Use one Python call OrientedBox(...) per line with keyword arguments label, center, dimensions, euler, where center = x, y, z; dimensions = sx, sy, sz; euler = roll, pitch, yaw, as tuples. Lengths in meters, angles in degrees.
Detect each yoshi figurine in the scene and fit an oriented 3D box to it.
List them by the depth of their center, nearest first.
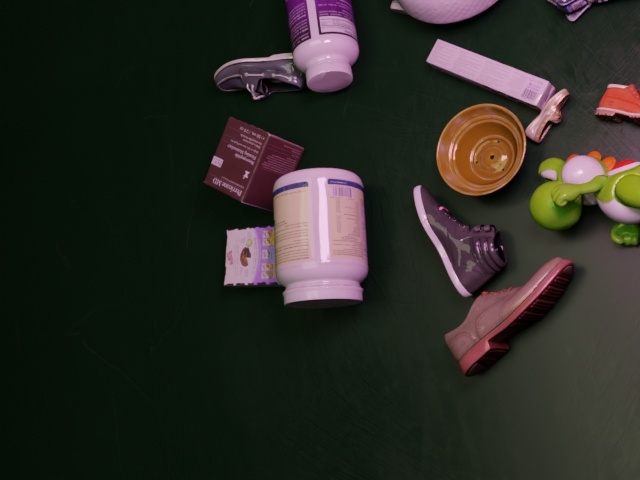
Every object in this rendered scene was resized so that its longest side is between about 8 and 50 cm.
OrientedBox(label="yoshi figurine", center=(0.575, -0.068, 1.530), dimensions=(0.362, 0.203, 0.203), euler=(28, 134, 56))

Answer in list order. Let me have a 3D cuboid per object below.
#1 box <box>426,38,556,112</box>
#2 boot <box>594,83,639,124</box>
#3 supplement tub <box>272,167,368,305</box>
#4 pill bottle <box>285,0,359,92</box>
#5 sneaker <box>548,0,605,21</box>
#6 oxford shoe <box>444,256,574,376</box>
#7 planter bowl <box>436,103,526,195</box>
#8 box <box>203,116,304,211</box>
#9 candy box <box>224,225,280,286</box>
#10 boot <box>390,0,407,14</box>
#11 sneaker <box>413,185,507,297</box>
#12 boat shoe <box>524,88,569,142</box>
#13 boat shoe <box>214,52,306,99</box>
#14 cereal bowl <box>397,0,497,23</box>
OrientedBox(label="box", center=(0.406, -0.397, 1.786), dimensions=(0.324, 0.063, 0.067), euler=(32, 98, 33))
OrientedBox(label="boot", center=(0.678, -0.293, 1.593), dimensions=(0.158, 0.059, 0.084), euler=(20, 88, 36))
OrientedBox(label="supplement tub", center=(0.000, 0.000, 1.883), dimensions=(0.235, 0.235, 0.324), euler=(-10, 76, 32))
OrientedBox(label="pill bottle", center=(0.004, -0.575, 2.013), dimensions=(0.181, 0.181, 0.323), euler=(-16, 73, 31))
OrientedBox(label="sneaker", center=(0.628, -0.557, 1.642), dimensions=(0.282, 0.099, 0.153), euler=(32, 95, 40))
OrientedBox(label="oxford shoe", center=(0.409, 0.146, 1.657), dimensions=(0.348, 0.123, 0.130), euler=(-47, 55, 17))
OrientedBox(label="planter bowl", center=(0.390, -0.204, 1.746), dimensions=(0.217, 0.090, 0.217), euler=(-6, 79, 33))
OrientedBox(label="box", center=(-0.185, -0.211, 2.084), dimensions=(0.168, 0.167, 0.203), euler=(27, 97, 34))
OrientedBox(label="candy box", center=(-0.172, 0.047, 2.089), dimensions=(0.196, 0.070, 0.164), euler=(-4, 80, 33))
OrientedBox(label="boot", center=(0.268, -0.623, 1.913), dimensions=(0.190, 0.069, 0.086), euler=(24, 101, 35))
OrientedBox(label="sneaker", center=(0.336, -0.027, 1.750), dimensions=(0.147, 0.104, 0.295), euler=(-33, 71, 23))
OrientedBox(label="boat shoe", center=(0.527, -0.282, 1.698), dimensions=(0.045, 0.050, 0.135), euler=(48, 118, 26))
OrientedBox(label="boat shoe", center=(-0.179, -0.465, 2.157), dimensions=(0.319, 0.116, 0.099), euler=(-4, 76, 28))
OrientedBox(label="cereal bowl", center=(0.313, -0.711, 1.814), dimensions=(0.339, 0.141, 0.339), euler=(-11, 64, 24))
